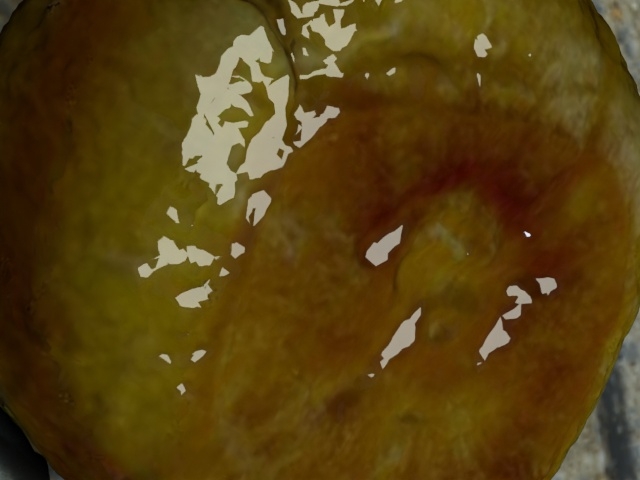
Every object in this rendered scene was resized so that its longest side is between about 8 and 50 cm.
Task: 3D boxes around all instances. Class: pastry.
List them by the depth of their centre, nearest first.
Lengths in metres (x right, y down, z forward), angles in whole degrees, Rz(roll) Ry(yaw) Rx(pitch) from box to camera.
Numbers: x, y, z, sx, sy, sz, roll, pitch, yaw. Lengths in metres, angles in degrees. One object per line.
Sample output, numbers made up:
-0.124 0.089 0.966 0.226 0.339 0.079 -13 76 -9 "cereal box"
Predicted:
0.000 0.000 0.836 0.356 0.164 0.356 -10 110 -31 "pastry"

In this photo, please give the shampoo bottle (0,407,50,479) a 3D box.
-0.167 0.091 0.821 0.057 0.063 0.207 -47 112 -14 "shampoo bottle"
